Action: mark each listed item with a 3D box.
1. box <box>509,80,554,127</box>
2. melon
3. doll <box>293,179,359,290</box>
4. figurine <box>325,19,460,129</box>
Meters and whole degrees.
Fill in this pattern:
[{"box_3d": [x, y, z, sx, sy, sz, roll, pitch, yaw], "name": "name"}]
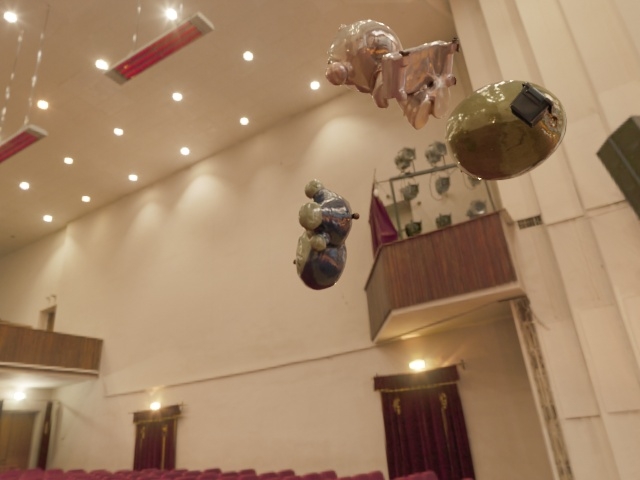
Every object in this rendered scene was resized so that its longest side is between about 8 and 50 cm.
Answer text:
[{"box_3d": [0.422, -0.269, 0.958, 0.054, 0.074, 0.099, -48, -17, 20], "name": "box"}, {"box_3d": [0.466, -0.281, 1.227, 0.308, 0.271, 0.272, -4, -19, 37], "name": "melon"}, {"box_3d": [0.000, 0.000, 1.215, 0.154, 0.228, 0.258, 13, -61, -7], "name": "doll"}, {"box_3d": [0.095, -0.296, 0.799, 0.182, 0.257, 0.144, -39, -43, -14], "name": "figurine"}]
